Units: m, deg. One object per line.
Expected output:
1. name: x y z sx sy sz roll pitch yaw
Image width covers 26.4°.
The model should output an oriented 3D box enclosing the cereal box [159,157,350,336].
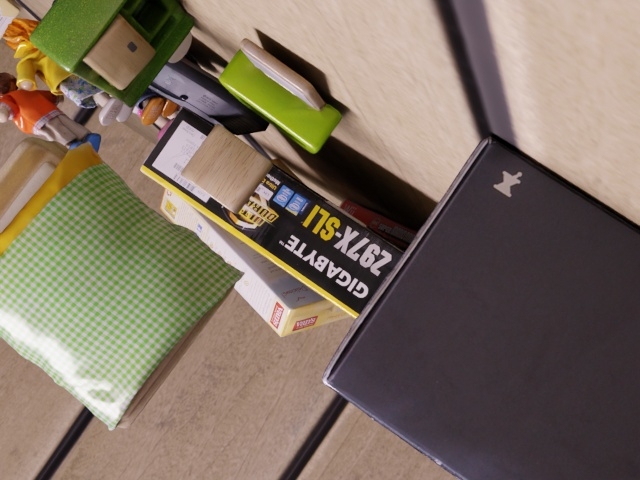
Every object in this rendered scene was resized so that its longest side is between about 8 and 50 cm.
1. cereal box: -0.046 0.003 1.554 0.173 0.047 0.240 -13 -133 -40

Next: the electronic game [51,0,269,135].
1. electronic game: -0.148 -0.164 1.276 0.229 0.048 0.229 30 180 0

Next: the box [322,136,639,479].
1. box: 0.199 0.123 0.896 0.343 0.179 0.312 33 175 11

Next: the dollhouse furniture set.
1. dollhouse furniture set: -0.149 -0.031 0.999 0.197 0.301 0.151 36 180 8

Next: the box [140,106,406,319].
1. box: 0.000 0.000 1.325 0.257 0.079 0.322 32 180 17

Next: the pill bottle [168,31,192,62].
1. pill bottle: -0.146 -0.178 1.115 0.083 0.043 0.043 33 176 19

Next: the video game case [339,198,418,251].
1. video game case: 0.154 0.044 1.503 0.204 0.025 0.285 36 176 -30

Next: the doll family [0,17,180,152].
1. doll family: -0.237 -0.180 1.425 0.163 0.118 0.263 38 -153 18

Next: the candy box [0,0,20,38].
1. candy box: -0.576 -0.391 1.876 0.183 0.088 0.316 33 176 29
